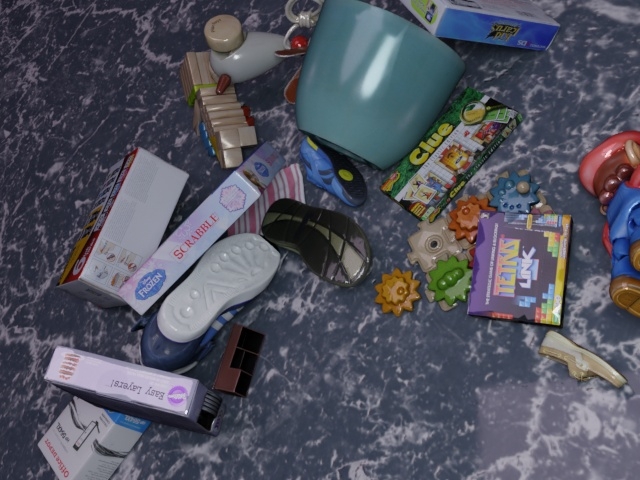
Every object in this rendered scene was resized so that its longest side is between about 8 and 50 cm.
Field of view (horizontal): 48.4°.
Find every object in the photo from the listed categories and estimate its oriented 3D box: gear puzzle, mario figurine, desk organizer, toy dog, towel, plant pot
[{"bbox_3d":[0.229,0.014,1.200,0.338,0.044,0.176,-32,58,15],"label":"gear puzzle"},{"bbox_3d":[0.476,-0.043,0.999,0.198,0.170,0.321,-35,24,37],"label":"mario figurine"},{"bbox_3d":[-0.152,0.227,1.345,0.050,0.047,0.130,3,66,32],"label":"desk organizer"},{"bbox_3d":[-0.108,-0.383,1.546,0.333,0.220,0.161,-7,63,21],"label":"toy dog"},{"bbox_3d":[-0.120,-0.070,1.506,0.197,0.029,0.144,-25,54,20],"label":"towel"},{"bbox_3d":[0.086,-0.272,1.327,0.293,0.293,0.235,29,94,41],"label":"plant pot"}]

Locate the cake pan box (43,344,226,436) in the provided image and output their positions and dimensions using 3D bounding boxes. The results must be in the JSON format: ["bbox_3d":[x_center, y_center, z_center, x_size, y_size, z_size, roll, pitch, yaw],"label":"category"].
[{"bbox_3d":[-0.307,0.270,1.241,0.266,0.246,0.070,11,70,10],"label":"cake pan box"}]

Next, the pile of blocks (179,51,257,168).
[{"bbox_3d":[-0.229,-0.296,1.679,0.112,0.149,0.362,-11,58,-23],"label":"pile of blocks"}]

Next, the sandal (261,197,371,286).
[{"bbox_3d":[0.000,-0.002,1.352,0.120,0.086,0.302,-54,41,-3],"label":"sandal"}]

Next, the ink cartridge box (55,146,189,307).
[{"bbox_3d":[-0.448,-0.016,1.569,0.271,0.130,0.310,-14,52,56],"label":"ink cartridge box"}]

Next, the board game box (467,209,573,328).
[{"bbox_3d":[0.310,0.042,1.104,0.141,0.048,0.171,4,79,24],"label":"board game box"}]

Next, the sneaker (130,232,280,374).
[{"bbox_3d":[-0.229,0.136,1.398,0.323,0.130,0.236,-44,-7,-44],"label":"sneaker"}]

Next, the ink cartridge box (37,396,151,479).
[{"bbox_3d":[-0.451,0.381,1.430,0.148,0.086,0.203,33,84,41],"label":"ink cartridge box"}]

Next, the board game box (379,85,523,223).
[{"bbox_3d":[0.238,-0.159,1.319,0.260,0.030,0.136,-49,46,0],"label":"board game box"}]

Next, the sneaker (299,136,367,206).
[{"bbox_3d":[0.022,-0.129,1.432,0.209,0.069,0.082,55,132,32],"label":"sneaker"}]

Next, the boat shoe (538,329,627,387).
[{"bbox_3d":[0.374,0.179,1.022,0.045,0.050,0.135,-55,39,-1],"label":"boat shoe"}]

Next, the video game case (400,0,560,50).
[{"bbox_3d":[0.268,-0.449,1.323,0.244,0.269,0.061,62,141,39],"label":"video game case"}]

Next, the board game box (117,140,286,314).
[{"bbox_3d":[-0.215,-0.037,1.364,0.318,0.066,0.319,-44,8,15],"label":"board game box"}]
